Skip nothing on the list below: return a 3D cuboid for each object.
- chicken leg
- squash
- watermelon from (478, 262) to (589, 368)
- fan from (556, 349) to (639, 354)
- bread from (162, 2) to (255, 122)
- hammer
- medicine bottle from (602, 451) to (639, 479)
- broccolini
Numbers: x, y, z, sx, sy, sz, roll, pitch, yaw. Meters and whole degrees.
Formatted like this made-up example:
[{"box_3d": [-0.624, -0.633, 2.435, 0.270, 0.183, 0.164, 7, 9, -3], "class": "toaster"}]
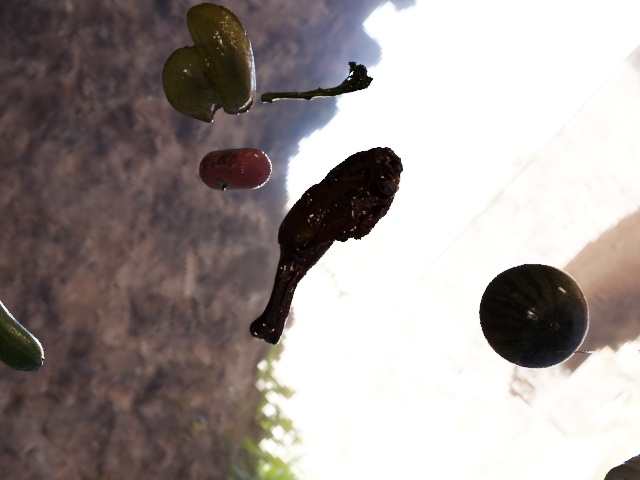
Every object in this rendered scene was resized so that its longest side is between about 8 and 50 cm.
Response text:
[{"box_3d": [0.000, 0.000, 2.181, 0.407, 0.158, 0.096, -52, -41, 6], "class": "chicken leg"}, {"box_3d": [-0.569, 0.146, 2.181, 0.077, 0.219, 0.068, -34, 11, 13], "class": "squash"}, {"box_3d": [0.405, 0.143, 2.363, 0.212, 0.212, 0.212, -41, -16, -14], "class": "watermelon"}, {"box_3d": [0.571, 0.193, 2.153, 0.191, 0.329, 0.009, -14, -76, -73], "class": "fan"}, {"box_3d": [-0.179, -0.276, 1.964, 0.149, 0.187, 0.065, -10, 19, -4], "class": "bread"}, {"box_3d": [-0.081, -0.066, 1.168, 0.043, 0.043, 0.083, -35, 23, -31], "class": "hammer"}, {"box_3d": [0.524, 0.335, 1.730, 0.252, 0.144, 0.144, -16, -28, -26], "class": "medicine bottle"}, {"box_3d": [-0.002, -0.248, 2.085, 0.194, 0.054, 0.052, -15, -28, 11], "class": "broccolini"}]
